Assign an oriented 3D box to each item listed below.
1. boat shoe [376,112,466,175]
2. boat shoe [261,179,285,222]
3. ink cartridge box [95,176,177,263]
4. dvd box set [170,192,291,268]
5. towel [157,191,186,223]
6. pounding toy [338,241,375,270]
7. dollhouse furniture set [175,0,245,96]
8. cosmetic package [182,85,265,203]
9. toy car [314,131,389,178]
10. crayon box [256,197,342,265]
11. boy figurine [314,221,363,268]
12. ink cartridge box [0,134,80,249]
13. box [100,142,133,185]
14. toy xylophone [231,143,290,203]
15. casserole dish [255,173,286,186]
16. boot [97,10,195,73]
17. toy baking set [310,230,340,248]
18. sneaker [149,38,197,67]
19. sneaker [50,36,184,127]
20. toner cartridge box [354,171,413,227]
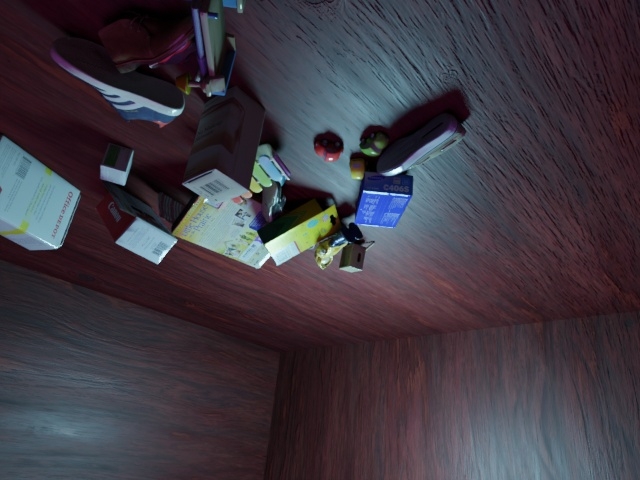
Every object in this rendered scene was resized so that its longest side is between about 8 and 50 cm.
[{"bbox_3d":[0.304,-0.273,1.403,0.094,0.109,0.302,23,146,-34],"label":"boat shoe"},{"bbox_3d":[-0.170,-0.157,1.712,0.079,0.084,0.233,-25,158,-22],"label":"boat shoe"},{"bbox_3d":[-0.756,-0.082,1.802,0.309,0.130,0.272,39,179,43],"label":"ink cartridge box"},{"bbox_3d":[-0.341,-0.066,1.857,0.420,0.062,0.308,25,120,-33],"label":"dvd box set"},{"bbox_3d":[-0.581,-0.108,1.889,0.029,0.144,0.197,-40,134,20],"label":"towel"},{"bbox_3d":[0.166,0.070,2.106,0.100,0.141,0.130,17,166,-20],"label":"pounding toy"},{"bbox_3d":[-0.271,-0.484,0.882,0.198,0.304,0.286,6,153,-2],"label":"dollhouse furniture set"},{"bbox_3d":[-0.272,-0.273,1.313,0.153,0.296,0.129,-16,145,35],"label":"cosmetic package"},{"bbox_3d":[0.125,-0.279,1.482,0.239,0.053,0.225,26,147,-35],"label":"toy car"},{"bbox_3d":[-0.079,-0.043,1.857,0.318,0.081,0.202,-29,150,-4],"label":"crayon box"},{"bbox_3d":[0.051,0.031,1.947,0.177,0.092,0.285,-24,166,-44],"label":"boy figurine"},{"bbox_3d":[-1.147,-0.164,1.731,0.160,0.279,0.385,-3,152,18],"label":"ink cartridge box"},{"bbox_3d":[-0.726,-0.270,1.629,0.087,0.101,0.102,16,152,-20],"label":"box"},{"bbox_3d":[-0.270,-0.250,1.544,0.322,0.081,0.236,-19,135,31],"label":"toy xylophone"},{"bbox_3d":[-0.213,-0.232,1.669,0.188,0.037,0.114,5,154,0],"label":"casserole dish"},{"bbox_3d":[-0.418,-0.497,1.101,0.305,0.112,0.115,-3,136,30],"label":"boot"},{"bbox_3d":[0.002,-0.003,2.045,0.256,0.030,0.197,-1,156,-6],"label":"toy baking set"},{"bbox_3d":[-0.382,-0.478,1.194,0.157,0.061,0.065,-10,156,30],"label":"sneaker"},{"bbox_3d":[-0.568,-0.416,1.272,0.350,0.131,0.148,24,144,-32],"label":"sneaker"},{"bbox_3d":[0.220,-0.138,1.655,0.165,0.075,0.348,5,164,0],"label":"toner cartridge box"}]
